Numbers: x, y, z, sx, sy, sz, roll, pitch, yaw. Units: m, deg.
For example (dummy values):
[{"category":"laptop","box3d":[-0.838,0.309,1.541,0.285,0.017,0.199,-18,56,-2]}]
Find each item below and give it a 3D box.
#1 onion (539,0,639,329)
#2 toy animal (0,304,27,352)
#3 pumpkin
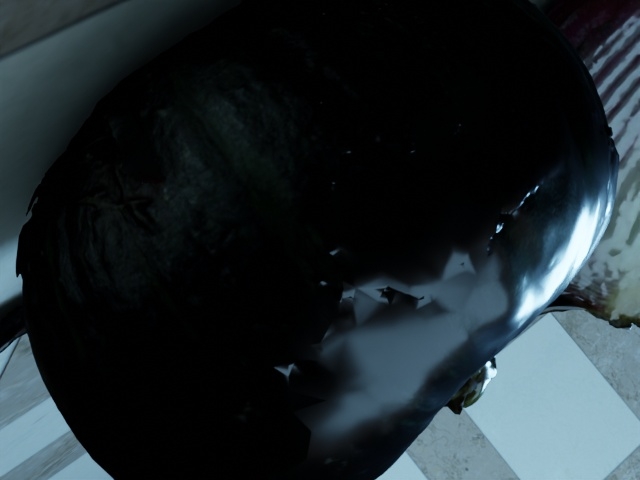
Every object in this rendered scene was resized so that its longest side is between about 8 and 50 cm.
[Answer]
[{"category":"onion","box3d":[0.242,-0.119,0.927,0.159,0.267,0.349,-107,-151,-55]},{"category":"toy animal","box3d":[-0.091,0.026,0.671,0.220,0.062,0.108,-35,152,-20]},{"category":"pumpkin","box3d":[0.000,0.000,0.513,0.233,0.163,0.233,-40,174,-5]}]
